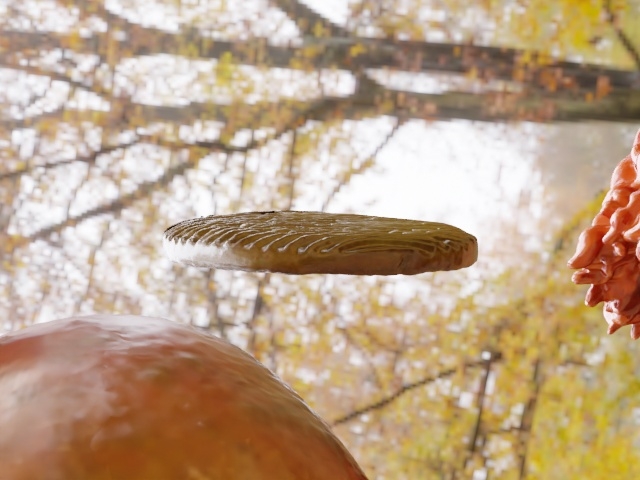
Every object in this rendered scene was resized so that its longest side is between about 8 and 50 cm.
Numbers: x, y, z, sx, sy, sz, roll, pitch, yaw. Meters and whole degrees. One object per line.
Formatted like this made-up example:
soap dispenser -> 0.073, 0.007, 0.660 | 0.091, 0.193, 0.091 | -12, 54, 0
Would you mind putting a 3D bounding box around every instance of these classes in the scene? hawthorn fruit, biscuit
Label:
hawthorn fruit -> -0.102, 0.164, 0.630 | 0.284, 0.284, 0.284 | -25, -61, -57
biscuit -> 0.000, 0.000, 1.497 | 0.318, 0.318, 0.040 | -11, -76, -60

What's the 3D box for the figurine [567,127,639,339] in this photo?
figurine -> 0.425, 0.037, 1.442 | 0.306, 0.412, 0.241 | -32, -26, -2
